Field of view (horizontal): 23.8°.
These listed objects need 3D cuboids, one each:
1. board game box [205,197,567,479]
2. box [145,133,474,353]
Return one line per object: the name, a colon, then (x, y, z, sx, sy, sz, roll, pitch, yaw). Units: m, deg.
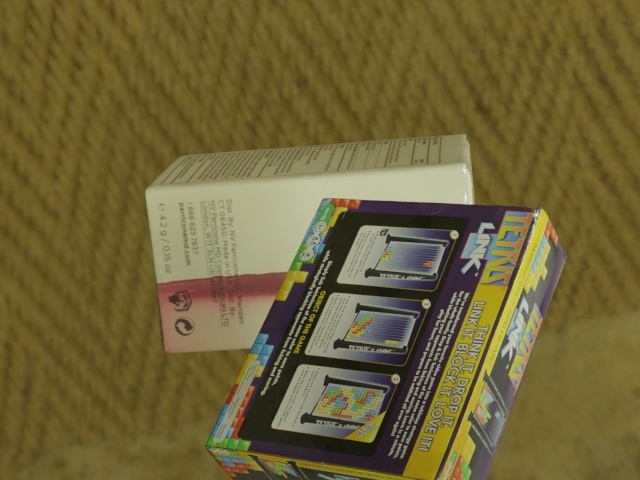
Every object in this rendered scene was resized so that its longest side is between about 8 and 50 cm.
board game box: (0.037, 0.058, 0.804, 0.141, 0.170, 0.048, 5, 145, 32)
box: (0.000, 0.000, 1.133, 0.232, 0.148, 0.127, -4, 102, 6)
